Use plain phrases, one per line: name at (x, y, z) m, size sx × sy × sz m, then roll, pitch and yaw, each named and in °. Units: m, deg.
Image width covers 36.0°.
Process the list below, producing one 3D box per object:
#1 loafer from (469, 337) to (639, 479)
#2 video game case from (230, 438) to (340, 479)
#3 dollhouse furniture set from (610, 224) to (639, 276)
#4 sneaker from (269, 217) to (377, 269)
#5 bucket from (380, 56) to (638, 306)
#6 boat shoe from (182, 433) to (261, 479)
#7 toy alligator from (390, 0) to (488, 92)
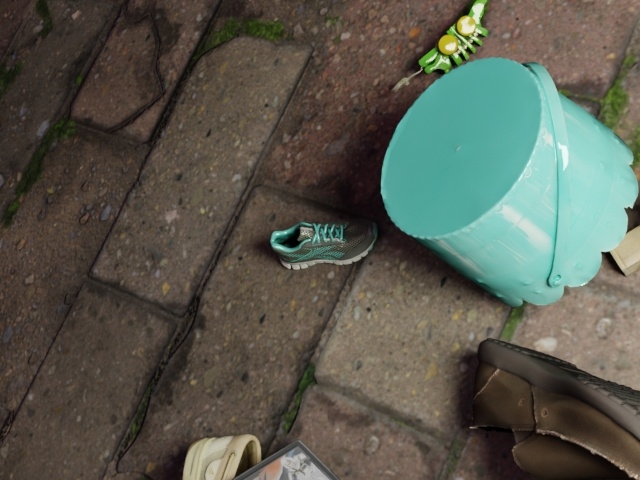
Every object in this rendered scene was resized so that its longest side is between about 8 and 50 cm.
loafer at (0.286, 0.211, 1.068) m, size 0.366 × 0.134 × 0.130 m, roll 22°, pitch 95°, yaw 69°
video game case at (-0.055, 0.389, 1.187) m, size 0.275 × 0.035 × 0.248 m, roll -27°, pitch 48°, yaw -31°
dollhouse furniture set at (0.438, 0.008, 1.125) m, size 0.182 × 0.101 × 0.161 m, roll -34°, pitch 55°, yaw 14°
sneaker at (0.000, 0.000, 1.408) m, size 0.166 × 0.076 × 0.065 m, roll -16°, pitch 63°, yaw 25°
bucket at (0.222, -0.076, 1.200) m, size 0.281 × 0.183 × 0.281 m, roll -28°, pitch 48°, yaw 36°
boat shoe at (-0.127, 0.402, 1.290) m, size 0.098 × 0.109 × 0.302 m, roll -14°, pitch 57°, yaw 27°
toy alligator at (0.186, -0.270, 1.436) m, size 0.051 × 0.056 × 0.190 m, roll 44°, pitch 95°, yaw -4°
